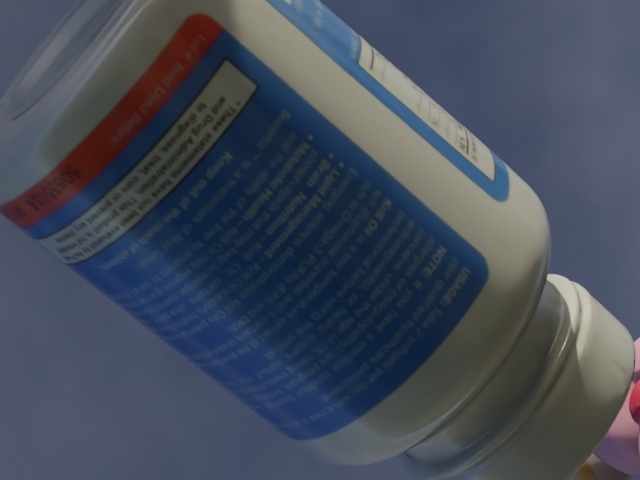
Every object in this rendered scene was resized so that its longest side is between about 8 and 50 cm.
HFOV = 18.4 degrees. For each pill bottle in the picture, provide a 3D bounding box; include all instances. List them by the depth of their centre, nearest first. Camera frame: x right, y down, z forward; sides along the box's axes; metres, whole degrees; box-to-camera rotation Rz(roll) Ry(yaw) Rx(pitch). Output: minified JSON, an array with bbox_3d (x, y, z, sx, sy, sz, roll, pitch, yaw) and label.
[{"bbox_3d":[0.000,0.000,0.682,0.221,0.124,0.124,40,-105,-17],"label":"pill bottle"}]

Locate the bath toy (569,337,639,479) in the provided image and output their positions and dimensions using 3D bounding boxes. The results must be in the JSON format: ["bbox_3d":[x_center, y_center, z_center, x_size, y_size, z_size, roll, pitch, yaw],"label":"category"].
[{"bbox_3d":[0.204,0.106,1.109,0.151,0.348,0.129,3,-99,2],"label":"bath toy"}]
